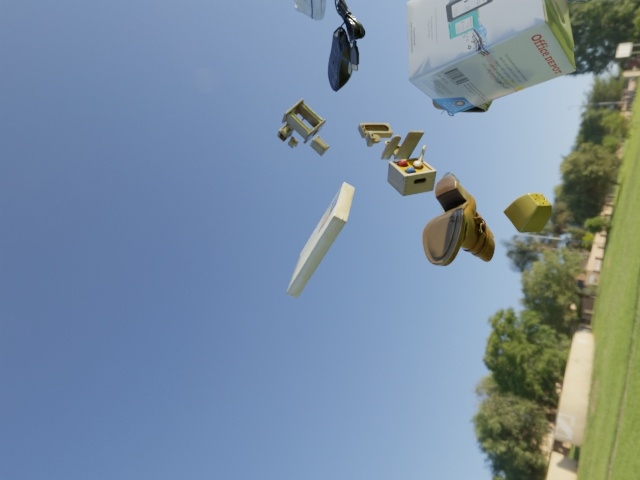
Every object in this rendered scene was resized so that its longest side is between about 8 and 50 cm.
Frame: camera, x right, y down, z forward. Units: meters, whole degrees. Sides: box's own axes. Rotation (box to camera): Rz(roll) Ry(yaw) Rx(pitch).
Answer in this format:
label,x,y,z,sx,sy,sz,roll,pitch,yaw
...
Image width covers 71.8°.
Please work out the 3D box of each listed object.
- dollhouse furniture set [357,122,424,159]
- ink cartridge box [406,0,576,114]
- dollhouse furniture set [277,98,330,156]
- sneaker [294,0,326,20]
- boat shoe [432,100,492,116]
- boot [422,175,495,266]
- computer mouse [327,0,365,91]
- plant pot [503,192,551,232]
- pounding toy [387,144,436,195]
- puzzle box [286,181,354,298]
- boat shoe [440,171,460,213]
label,x,y,z,sx,sy,sz,roll,pitch,yaw
dollhouse furniture set,0.230,-0.366,1.470,0.144,0.151,0.123,-6,-31,-22
ink cartridge box,0.348,-0.424,0.914,0.198,0.270,0.197,14,-108,-46
dollhouse furniture set,-0.041,-0.366,1.534,0.182,0.161,0.101,44,-112,-1
sneaker,-0.034,-0.620,1.068,0.258,0.092,0.094,95,-174,-84
boat shoe,0.573,-0.569,1.824,0.105,0.285,0.089,29,-99,-36
boot,0.360,-0.003,1.123,0.220,0.109,0.283,44,-140,-29
computer mouse,0.080,-0.505,1.215,0.060,0.184,0.262,-11,-35,-13
plant pot,0.547,-0.079,1.149,0.081,0.081,0.083,-3,-42,-22
pounding toy,0.297,-0.223,1.397,0.141,0.130,0.100,-12,-53,-16
puzzle box,0.000,0.000,1.683,0.408,0.052,0.272,-58,8,34
boat shoe,0.543,-0.174,1.790,0.076,0.083,0.226,19,-115,-26
